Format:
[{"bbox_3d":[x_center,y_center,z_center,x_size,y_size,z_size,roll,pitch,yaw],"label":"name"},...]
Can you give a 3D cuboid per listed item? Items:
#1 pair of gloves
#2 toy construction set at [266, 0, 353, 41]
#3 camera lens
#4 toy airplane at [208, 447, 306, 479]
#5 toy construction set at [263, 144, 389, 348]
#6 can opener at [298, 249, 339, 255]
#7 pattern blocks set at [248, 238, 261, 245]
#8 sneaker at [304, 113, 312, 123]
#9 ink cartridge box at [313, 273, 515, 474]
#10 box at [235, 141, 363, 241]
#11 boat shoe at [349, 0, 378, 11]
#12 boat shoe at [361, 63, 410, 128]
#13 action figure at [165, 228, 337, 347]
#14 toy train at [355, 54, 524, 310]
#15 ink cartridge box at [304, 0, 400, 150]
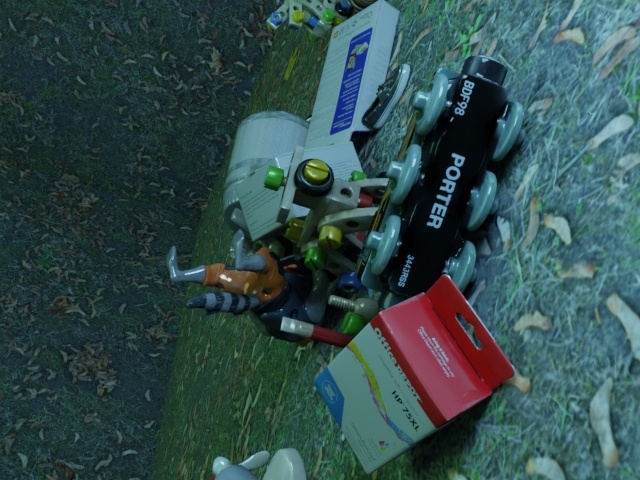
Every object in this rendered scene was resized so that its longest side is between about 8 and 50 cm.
[{"bbox_3d":[-0.109,0.026,1.444,0.042,0.204,0.240,-54,21,15],"label":"pair of gloves"},{"bbox_3d":[-0.010,-0.693,1.824,0.151,0.215,0.327,170,116,-72],"label":"toy construction set"},{"bbox_3d":[-0.115,-0.160,1.621,0.219,0.220,0.274,132,151,-55],"label":"camera lens"},{"bbox_3d":[-0.134,0.495,0.919,0.384,0.273,0.385,137,147,-59],"label":"toy airplane"},{"bbox_3d":[0.000,0.000,1.044,0.257,0.237,0.308,171,115,-72],"label":"toy construction set"},{"bbox_3d":[0.003,-0.008,1.324,0.280,0.093,0.074,141,143,-71],"label":"can opener"},{"bbox_3d":[-0.164,-0.089,2.058,0.325,0.026,0.285,-160,88,-74],"label":"pattern blocks set"},{"bbox_3d":[-0.036,-0.298,1.781,0.170,0.063,0.074,126,150,-59],"label":"sneaker"},{"bbox_3d":[0.096,0.155,0.751,0.134,0.078,0.231,57,141,20],"label":"ink cartridge box"},{"bbox_3d":[-0.035,-0.091,1.258,0.181,0.182,0.119,-25,83,56],"label":"box"},{"bbox_3d":[0.137,-0.676,1.508,0.104,0.111,0.307,177,109,-74],"label":"boat shoe"},{"bbox_3d":[0.124,-0.275,1.268,0.049,0.040,0.142,-93,25,-50],"label":"boat shoe"},{"bbox_3d":[-0.130,0.115,1.221,0.341,0.330,0.178,-25,48,32],"label":"action figure"},{"bbox_3d":[0.141,-0.066,0.848,0.190,0.142,0.333,-134,62,-83],"label":"toy train"},{"bbox_3d":[0.059,-0.314,1.412,0.176,0.069,0.370,-10,60,54],"label":"ink cartridge box"}]
